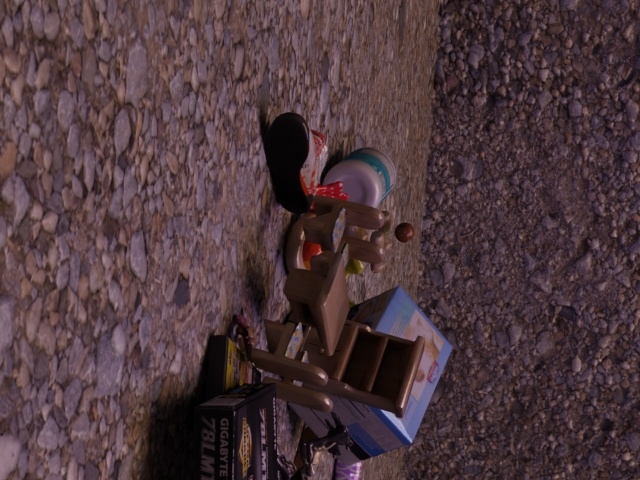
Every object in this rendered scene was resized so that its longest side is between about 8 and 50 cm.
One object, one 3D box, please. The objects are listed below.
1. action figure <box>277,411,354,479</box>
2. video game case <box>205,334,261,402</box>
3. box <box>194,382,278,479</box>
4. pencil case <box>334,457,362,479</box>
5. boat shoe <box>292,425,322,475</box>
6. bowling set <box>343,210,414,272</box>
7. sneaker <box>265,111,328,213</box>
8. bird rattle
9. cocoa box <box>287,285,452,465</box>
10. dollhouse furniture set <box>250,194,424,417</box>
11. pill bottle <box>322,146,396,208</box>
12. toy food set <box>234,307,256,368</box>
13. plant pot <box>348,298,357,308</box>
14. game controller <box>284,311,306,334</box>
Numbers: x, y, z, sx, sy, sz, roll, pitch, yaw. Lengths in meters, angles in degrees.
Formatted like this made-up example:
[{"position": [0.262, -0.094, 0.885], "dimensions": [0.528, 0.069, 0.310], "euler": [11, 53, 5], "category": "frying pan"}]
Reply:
[{"position": [-0.072, 0.475, 1.968], "dimensions": [0.275, 0.141, 0.164], "euler": [-35, 175, -20], "category": "action figure"}, {"position": [-0.159, 0.338, 1.674], "dimensions": [0.248, 0.035, 0.275], "euler": [66, 24, -64], "category": "video game case"}, {"position": [-0.133, 0.397, 1.521], "dimensions": [0.293, 0.073, 0.296], "euler": [11, 79, -78], "category": "box"}, {"position": [0.089, 0.645, 2.771], "dimensions": [0.088, 0.086, 0.206], "euler": [154, -52, -75], "category": "pencil case"}, {"position": [-0.026, 0.533, 2.327], "dimensions": [0.059, 0.063, 0.170], "euler": [79, 33, -57], "category": "boat shoe"}, {"position": [0.147, 0.019, 2.471], "dimensions": [0.287, 0.199, 0.154], "euler": [-60, 154, -47], "category": "bowling set"}, {"position": [-0.043, -0.191, 1.844], "dimensions": [0.270, 0.090, 0.145], "euler": [84, 18, -51], "category": "sneaker"}, {"position": [0.000, 0.000, 2.044], "dimensions": [0.207, 0.143, 0.253], "euler": [-47, 142, -38], "category": "bird rattle"}, {"position": [0.128, 0.324, 2.235], "dimensions": [0.231, 0.228, 0.347], "euler": [48, 42, -13], "category": "cocoa box"}, {"position": [0.066, 0.181, 1.860], "dimensions": [0.394, 0.256, 0.362], "euler": [81, 26, -58], "category": "dollhouse furniture set"}, {"position": [0.105, -0.150, 2.304], "dimensions": [0.264, 0.146, 0.146], "euler": [-45, 140, -67], "category": "pill bottle"}, {"position": [-0.144, 0.179, 1.724], "dimensions": [0.122, 0.019, 0.078], "euler": [-87, 158, -65], "category": "toy food set"}, {"position": [0.170, 0.312, 2.565], "dimensions": [0.276, 0.253, 0.276], "euler": [7, 90, -75], "category": "plant pot"}, {"position": [-0.026, 0.202, 2.186], "dimensions": [0.319, 0.067, 0.166], "euler": [-56, 135, -60], "category": "game controller"}]
